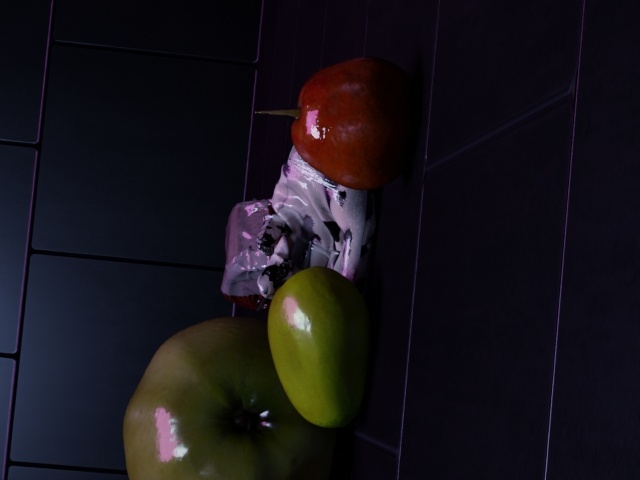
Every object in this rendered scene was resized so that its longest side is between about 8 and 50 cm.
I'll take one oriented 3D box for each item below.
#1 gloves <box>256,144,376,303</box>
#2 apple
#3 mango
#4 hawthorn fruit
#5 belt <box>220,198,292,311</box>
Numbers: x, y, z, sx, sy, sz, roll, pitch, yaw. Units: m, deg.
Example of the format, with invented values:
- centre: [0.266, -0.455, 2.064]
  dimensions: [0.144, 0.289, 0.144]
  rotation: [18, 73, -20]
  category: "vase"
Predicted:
- centre: [-0.001, -0.003, 1.749]
  dimensions: [0.111, 0.128, 0.212]
  rotation: [-75, -3, -71]
  category: "gloves"
- centre: [-0.093, 0.212, 1.816]
  dimensions: [0.279, 0.279, 0.279]
  rotation: [-174, 90, -84]
  category: "apple"
- centre: [-0.004, 0.107, 1.669]
  dimensions: [0.117, 0.089, 0.163]
  rotation: [22, 115, 40]
  category: "mango"
- centre: [0.030, -0.114, 1.540]
  dimensions: [0.125, 0.140, 0.125]
  rotation: [-36, 38, 35]
  category: "hawthorn fruit"
- centre: [-0.068, 0.030, 2.234]
  dimensions: [0.201, 0.128, 0.124]
  rotation: [115, 159, -67]
  category: "belt"
